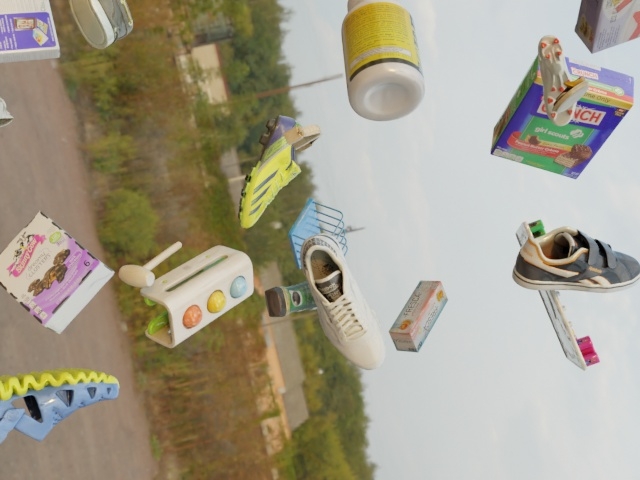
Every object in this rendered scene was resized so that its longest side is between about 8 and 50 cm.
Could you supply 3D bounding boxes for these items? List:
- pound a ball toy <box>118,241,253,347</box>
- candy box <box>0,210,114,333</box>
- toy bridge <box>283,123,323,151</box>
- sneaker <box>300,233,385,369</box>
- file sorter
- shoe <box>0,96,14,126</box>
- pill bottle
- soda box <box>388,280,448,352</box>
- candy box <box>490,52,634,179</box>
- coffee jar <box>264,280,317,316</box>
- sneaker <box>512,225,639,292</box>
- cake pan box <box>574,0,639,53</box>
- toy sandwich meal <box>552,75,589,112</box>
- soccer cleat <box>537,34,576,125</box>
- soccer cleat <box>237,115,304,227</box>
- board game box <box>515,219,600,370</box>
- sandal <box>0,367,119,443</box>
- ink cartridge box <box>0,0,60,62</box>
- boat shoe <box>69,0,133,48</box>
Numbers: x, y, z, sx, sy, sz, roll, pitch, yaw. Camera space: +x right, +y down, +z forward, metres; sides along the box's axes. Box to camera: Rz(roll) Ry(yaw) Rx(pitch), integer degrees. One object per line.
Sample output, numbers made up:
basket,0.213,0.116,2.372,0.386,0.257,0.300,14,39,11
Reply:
pound a ball toy,-0.293,0.105,1.742,0.136,0.319,0.208,18,-58,30
candy box,-0.547,0.063,1.526,0.196,0.165,0.070,35,-11,22
toy bridge,-0.028,-0.202,1.466,0.026,0.063,0.188,62,5,1
sneaker,0.031,0.102,1.171,0.235,0.090,0.095,62,1,-5
file sorter,0.000,0.000,1.909,0.118,0.105,0.170,-59,160,-25
shoe,-0.570,-0.205,1.272,0.058,0.077,0.219,55,7,-19
pill bottle,0.150,-0.479,1.886,0.188,0.188,0.333,89,-3,-59
soda box,0.225,0.170,1.716,0.183,0.058,0.063,-51,127,-40
candy box,0.649,-0.335,2.055,0.317,0.268,0.122,109,-5,-53
coffee jar,-0.082,0.179,2.321,0.079,0.184,0.096,-16,-96,52
sneaker,0.619,0.045,1.774,0.126,0.321,0.127,-109,-160,-54
cake pan box,0.542,-0.436,1.181,0.267,0.246,0.070,72,-3,-62
toy sandwich meal,0.432,-0.257,1.316,0.029,0.086,0.085,54,-14,16
soccer cleat,0.506,-0.343,1.621,0.076,0.068,0.196,-20,100,-79
soccer cleat,-0.114,-0.156,1.816,0.093,0.121,0.289,-128,-121,-77
board game box,0.627,0.139,2.024,0.390,0.050,0.389,19,51,-78
sandal,-0.544,0.319,1.447,0.126,0.318,0.138,-12,-97,59
ink cartridge box,-0.695,-0.482,1.651,0.045,0.208,0.206,124,-48,-59
boat shoe,-0.461,-0.535,1.477,0.109,0.091,0.304,7,-54,39
